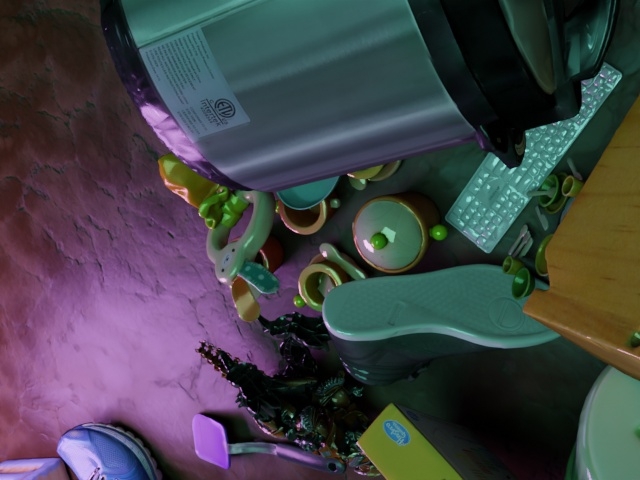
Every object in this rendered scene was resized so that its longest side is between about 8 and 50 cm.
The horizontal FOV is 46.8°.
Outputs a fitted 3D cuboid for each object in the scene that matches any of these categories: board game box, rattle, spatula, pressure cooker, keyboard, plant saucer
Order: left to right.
[{"bbox_3d":[-0.129,-0.012,0.924,0.130,0.199,0.143,-19,138,24],"label":"rattle"},{"bbox_3d":[-0.090,0.326,1.153,0.297,0.030,0.084,0,103,29],"label":"spatula"},{"bbox_3d":[-0.009,-0.094,0.918,0.119,0.021,0.119,-14,69,41],"label":"plant saucer"},{"bbox_3d":[0.056,-0.249,0.693,0.421,0.370,0.375,-13,70,28],"label":"pressure cooker"},{"bbox_3d":[0.208,0.324,0.808,0.064,0.242,0.316,-50,53,6],"label":"board game box"},{"bbox_3d":[0.239,-0.102,0.856,0.072,0.014,0.256,38,119,13],"label":"keyboard"}]

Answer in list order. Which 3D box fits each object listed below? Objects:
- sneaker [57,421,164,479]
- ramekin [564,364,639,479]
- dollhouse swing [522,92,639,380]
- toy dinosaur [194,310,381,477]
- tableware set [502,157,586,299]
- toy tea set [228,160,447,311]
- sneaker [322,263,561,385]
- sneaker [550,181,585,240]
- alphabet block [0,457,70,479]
[{"bbox_3d":[-0.337,0.443,1.255,0.330,0.147,0.129,38,119,17],"label":"sneaker"},{"bbox_3d":[0.383,0.224,0.689,0.304,0.303,0.148,8,142,27],"label":"ramekin"},{"bbox_3d":[0.442,0.014,0.636,0.305,0.315,0.346,32,88,-16],"label":"dollhouse swing"},{"bbox_3d":[-0.049,0.224,1.032,0.322,0.164,0.218,5,139,14],"label":"toy dinosaur"},{"bbox_3d":[0.245,-0.012,0.822,0.024,0.104,0.154,15,126,-13],"label":"tableware set"},{"bbox_3d":[0.000,0.000,0.951,0.336,0.124,0.200,-42,83,31],"label":"toy tea set"},{"bbox_3d":[0.152,0.111,0.917,0.296,0.104,0.146,-2,147,1],"label":"sneaker"},{"bbox_3d":[0.378,0.008,0.766,0.272,0.100,0.107,14,106,25],"label":"sneaker"},{"bbox_3d":[-0.582,0.546,1.394,0.193,0.193,0.197,-13,98,33],"label":"alphabet block"}]
